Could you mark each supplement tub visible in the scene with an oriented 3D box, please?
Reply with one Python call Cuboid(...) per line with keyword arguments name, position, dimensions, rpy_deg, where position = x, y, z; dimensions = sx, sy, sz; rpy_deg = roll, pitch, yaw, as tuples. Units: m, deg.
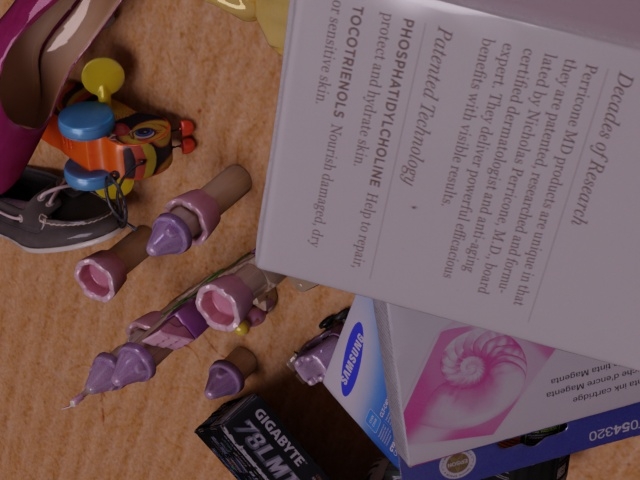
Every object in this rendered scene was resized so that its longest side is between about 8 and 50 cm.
Cuboid(name="supplement tub", position=(0.241, 0.207, 1.771), dimensions=(0.117, 0.117, 0.190), rpy_deg=(20, 130, 24))

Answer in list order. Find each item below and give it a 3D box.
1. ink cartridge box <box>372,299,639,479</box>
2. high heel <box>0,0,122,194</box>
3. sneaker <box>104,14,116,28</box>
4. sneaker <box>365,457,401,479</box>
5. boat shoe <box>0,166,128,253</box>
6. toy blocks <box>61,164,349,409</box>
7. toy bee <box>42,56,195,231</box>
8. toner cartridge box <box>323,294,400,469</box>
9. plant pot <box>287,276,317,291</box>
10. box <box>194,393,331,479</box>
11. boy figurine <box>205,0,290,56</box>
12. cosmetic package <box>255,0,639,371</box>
Cuboid(name="ink cartridge box", position=(0.230, 0.128, 1.613), dimensions=(0.071, 0.324, 0.330), rpy_deg=(-120, 17, -60))
Cuboid(name="high heel", position=(-0.315, -0.219, 1.788), dimensions=(0.181, 0.127, 0.377), rpy_deg=(20, 102, 34))
Cuboid(name="sneaker", position=(-0.323, -0.291, 1.886), dimensions=(0.152, 0.053, 0.061), rpy_deg=(12, 124, 31))
Cuboid(name="sneaker", position=(0.135, 0.389, 2.009), dimensions=(0.098, 0.083, 0.224), rpy_deg=(-6, 120, 26))
Cuboid(name="boat shoe", position=(-0.396, -0.053, 2.053), dimensions=(0.335, 0.112, 0.095), rpy_deg=(7, 123, 44))
Cuboid(name="toy blocks", position=(-0.163, 0.117, 1.907), dimensions=(0.288, 0.260, 0.309), rpy_deg=(-30, 100, 44))
Cuboid(name="toy bee", position=(-0.249, -0.118, 1.908), dimensions=(0.298, 0.162, 0.195), rpy_deg=(56, 150, 26))
Cuboid(name="toner cartridge box", position=(0.122, 0.085, 1.739), dimensions=(0.165, 0.075, 0.348), rpy_deg=(47, 133, 34))
Cuboid(name="plant pot", position=(0.000, 0.000, 1.819), dimensions=(0.109, 0.096, 0.109), rpy_deg=(-28, 101, 45))
Cuboid(name="box", position=(-0.035, 0.338, 2.010), dimensions=(0.295, 0.073, 0.293), rpy_deg=(49, 168, 0))
Cuboid(name="boy figurine", position=(-0.007, -0.254, 1.649), dimensions=(0.285, 0.092, 0.177), rpy_deg=(19, 144, 28))
Cuboid(name="cosmetic package", position=(0.184, -0.139, 1.355), dimensions=(0.393, 0.329, 0.327), rpy_deg=(14, 129, 5))
